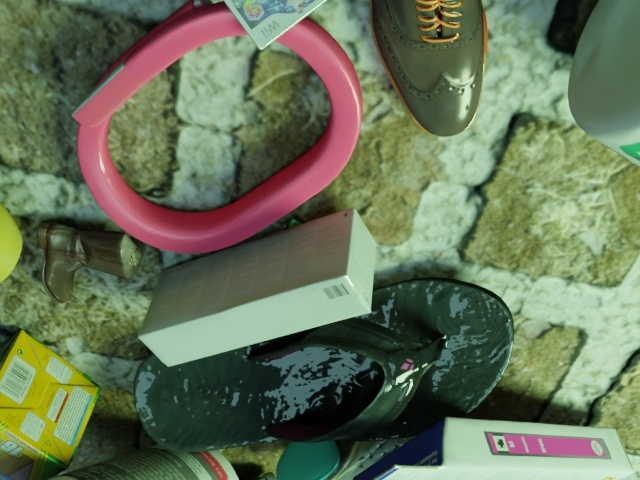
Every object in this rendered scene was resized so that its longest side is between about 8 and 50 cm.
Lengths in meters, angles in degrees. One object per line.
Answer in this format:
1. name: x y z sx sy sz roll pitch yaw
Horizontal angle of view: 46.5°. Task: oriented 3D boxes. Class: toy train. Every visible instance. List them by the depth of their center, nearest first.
1. toy train: 0.000 0.000 0.782 0.083 0.017 0.023 28 113 -16

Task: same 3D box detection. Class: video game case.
1. video game case: -0.049 -0.225 0.583 0.087 0.011 0.122 -37 101 3

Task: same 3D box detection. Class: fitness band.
1. fitness band: -0.099 -0.100 0.696 0.291 0.054 0.209 -31 122 24

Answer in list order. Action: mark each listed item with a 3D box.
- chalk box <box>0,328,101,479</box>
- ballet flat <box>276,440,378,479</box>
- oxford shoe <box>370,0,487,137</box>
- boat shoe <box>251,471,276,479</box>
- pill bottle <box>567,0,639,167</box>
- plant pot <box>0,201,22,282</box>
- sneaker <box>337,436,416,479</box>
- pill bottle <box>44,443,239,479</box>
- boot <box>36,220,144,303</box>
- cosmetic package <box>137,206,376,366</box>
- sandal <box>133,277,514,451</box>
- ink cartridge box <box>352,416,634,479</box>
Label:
1. chalk box: -0.400 0.232 0.907 0.213 0.132 0.132 -32 118 25
2. ballet flat: 0.041 0.243 0.927 0.086 0.086 0.248 30 121 -18
3. oxford shoe: 0.081 -0.189 0.586 0.097 0.098 0.271 -10 125 11
4. boat shoe: -0.161 0.370 1.043 0.233 0.084 0.079 -13 89 21
5. pill bottle: 0.395 -0.091 0.576 0.361 0.204 0.204 26 124 -16
6. plant pot: -0.361 -0.001 0.746 0.134 0.134 0.095 -28 145 22
7. sneaker: 0.094 0.286 0.977 0.158 0.061 0.065 -33 145 25
8. pill bottle: -0.244 0.345 0.853 0.176 0.318 0.176 -1 89 31
9. boot: -0.240 0.032 0.791 0.114 0.037 0.106 8 125 15
10. cosmetic package: -0.063 0.051 0.757 0.239 0.099 0.060 -17 130 23
11. sandal: -0.007 0.160 0.810 0.446 0.107 0.167 -16 94 15
12. ink cartridge box: 0.172 0.270 0.854 0.371 0.069 0.176 10 140 -33
